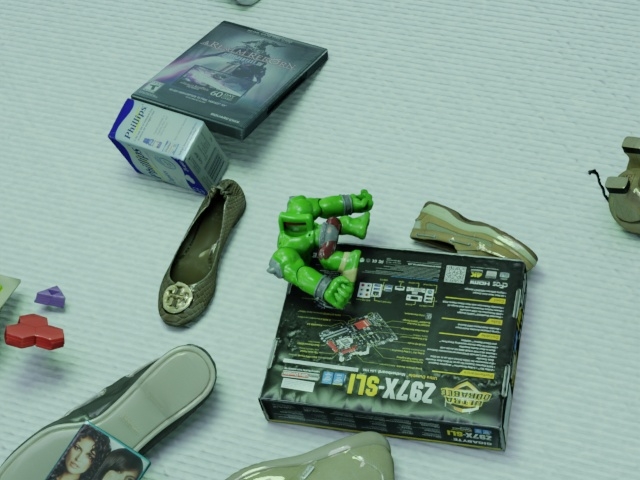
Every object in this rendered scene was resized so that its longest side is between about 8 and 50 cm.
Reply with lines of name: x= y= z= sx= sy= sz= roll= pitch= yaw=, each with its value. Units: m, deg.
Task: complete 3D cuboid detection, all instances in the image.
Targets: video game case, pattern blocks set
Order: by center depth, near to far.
pattern blocks set: x=-0.520 y=0.071 z=1.822 sx=0.325 sy=0.026 sz=0.285 roll=7 pitch=21 yaw=-15
video game case: x=-0.136 y=-0.254 z=2.023 sx=0.196 sy=0.026 sz=0.274 roll=19 pitch=42 yaw=20

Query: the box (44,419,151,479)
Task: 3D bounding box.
box: x=-0.320 y=0.353 z=1.626 sx=0.100 sy=0.060 sz=0.244 roll=33 pitch=78 yaw=0

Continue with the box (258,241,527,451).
box: x=0.102 y=0.134 z=1.745 sx=0.322 sy=0.079 sz=0.257 roll=5 pitch=58 yaw=13

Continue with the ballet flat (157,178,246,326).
ballet flat: x=-0.172 y=0.011 z=1.884 sx=0.084 sy=0.058 sz=0.250 roll=13 pitch=59 yaw=18

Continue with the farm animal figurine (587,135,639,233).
farm animal figurine: x=0.514 y=-0.021 z=1.741 sx=0.327 sy=0.172 sz=0.330 roll=29 pitch=73 yaw=39

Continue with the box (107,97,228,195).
box: x=-0.227 y=-0.138 z=1.950 sx=0.137 sy=0.126 sz=0.072 roll=19 pitch=73 yaw=22

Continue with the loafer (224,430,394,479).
loafer: x=-0.026 y=0.323 z=1.619 sx=0.269 sy=0.102 sz=0.092 roll=-23 pitch=44 yaw=-7

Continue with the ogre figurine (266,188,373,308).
ogre figurine: x=0.000 y=0.000 z=1.753 sx=0.118 sy=0.097 sz=0.197 roll=12 pitch=69 yaw=4

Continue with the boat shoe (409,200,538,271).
boat shoe: x=0.211 y=0.013 z=1.824 sx=0.190 sy=0.068 sz=0.072 roll=24 pitch=75 yaw=34

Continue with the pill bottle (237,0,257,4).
pill bottle: x=-0.164 y=-0.465 z=2.188 sx=0.160 sy=0.087 sz=0.087 roll=34 pitch=67 yaw=28

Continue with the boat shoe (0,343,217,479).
boat shoe: x=-0.280 y=0.256 z=1.730 sx=0.335 sy=0.095 sz=0.112 roll=-35 pitch=88 yaw=-10
